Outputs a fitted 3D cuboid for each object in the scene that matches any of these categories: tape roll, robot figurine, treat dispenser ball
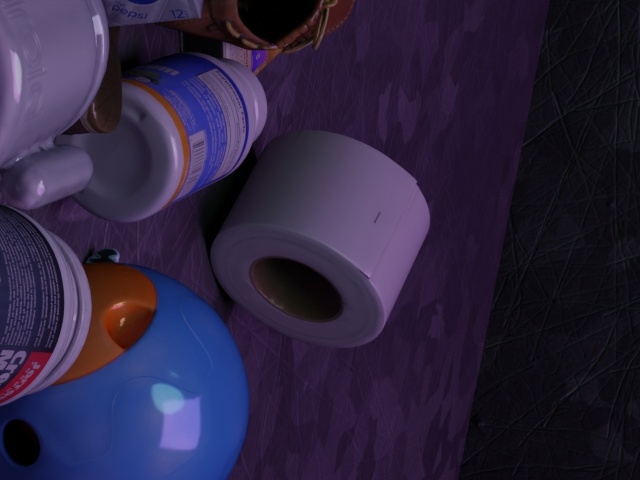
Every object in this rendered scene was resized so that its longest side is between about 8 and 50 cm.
[{"bbox_3d":[0.000,0.000,2.491,0.246,0.246,0.169,78,33,-50],"label":"tape roll"},{"bbox_3d":[-0.299,-0.155,1.613,0.300,0.199,0.353,59,20,-7],"label":"robot figurine"},{"bbox_3d":[-0.215,0.164,1.944,0.288,0.288,0.288,13,90,-70],"label":"treat dispenser ball"}]

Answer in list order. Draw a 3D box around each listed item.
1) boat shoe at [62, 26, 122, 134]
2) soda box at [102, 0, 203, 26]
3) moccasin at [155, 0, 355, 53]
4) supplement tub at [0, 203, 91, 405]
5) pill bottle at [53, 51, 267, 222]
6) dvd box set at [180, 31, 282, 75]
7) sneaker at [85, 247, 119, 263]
[{"bbox_3d":[-0.244,-0.212,1.948,0.080,0.073,0.224,36,49,-65],"label":"boat shoe"},{"bbox_3d":[-0.160,-0.344,1.931,0.091,0.098,0.286,74,17,-48],"label":"soda box"},{"bbox_3d":[-0.046,-0.277,2.158,0.380,0.147,0.139,3,101,-67],"label":"moccasin"},{"bbox_3d":[-0.334,0.053,1.695,0.272,0.191,0.191,14,89,-70],"label":"supplement tub"},{"bbox_3d":[-0.164,-0.123,2.106,0.272,0.152,0.152,-35,134,-63],"label":"pill bottle"},{"bbox_3d":[-0.053,-0.392,2.367,0.420,0.062,0.308,-50,147,-51],"label":"dvd box set"},{"bbox_3d":[-0.248,0.060,2.165,0.098,0.038,0.069,-61,158,-15],"label":"sneaker"}]
